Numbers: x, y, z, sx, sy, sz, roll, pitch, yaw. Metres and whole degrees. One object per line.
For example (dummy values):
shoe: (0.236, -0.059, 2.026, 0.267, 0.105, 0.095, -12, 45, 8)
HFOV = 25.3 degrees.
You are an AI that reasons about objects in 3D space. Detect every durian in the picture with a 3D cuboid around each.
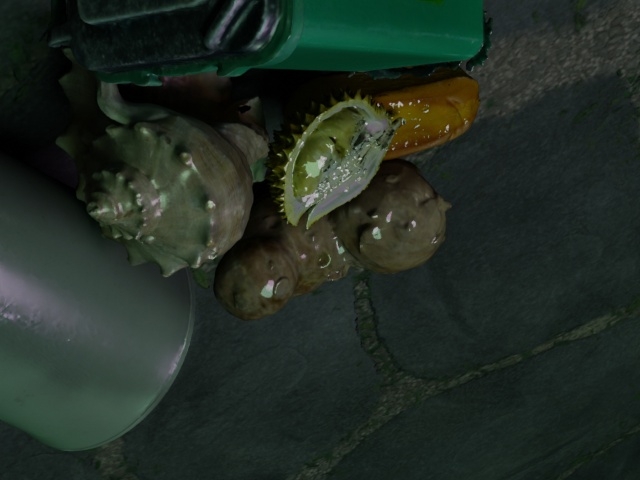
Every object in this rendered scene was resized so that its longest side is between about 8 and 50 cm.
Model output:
durian: (0.015, -0.113, 1.609, 0.208, 0.102, 0.146, -26, 135, -31)

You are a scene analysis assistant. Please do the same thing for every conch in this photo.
conch: (-0.174, -0.097, 1.473, 0.186, 0.263, 0.324, -32, -176, 17)

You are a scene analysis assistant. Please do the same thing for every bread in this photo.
bread: (0.079, -0.157, 1.718, 0.245, 0.094, 0.102, -12, 137, -22)

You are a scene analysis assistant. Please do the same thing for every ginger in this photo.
ginger: (0.000, 0.000, 1.774, 0.304, 0.244, 0.155, -24, 105, -10)

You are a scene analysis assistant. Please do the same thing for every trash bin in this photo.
trash bin: (-0.040, -0.260, 1.320, 0.295, 0.259, 0.381, -1, 178, 42)
trash bin: (-0.337, 0.052, 1.533, 0.280, 0.280, 0.432, -38, 142, 14)

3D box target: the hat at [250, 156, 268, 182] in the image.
hat: (-0.129, -0.106, 1.654, 0.166, 0.122, 0.081, 1, 96, -29)
